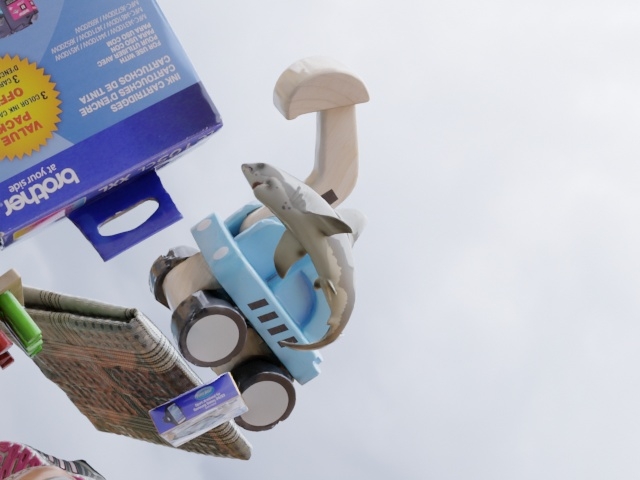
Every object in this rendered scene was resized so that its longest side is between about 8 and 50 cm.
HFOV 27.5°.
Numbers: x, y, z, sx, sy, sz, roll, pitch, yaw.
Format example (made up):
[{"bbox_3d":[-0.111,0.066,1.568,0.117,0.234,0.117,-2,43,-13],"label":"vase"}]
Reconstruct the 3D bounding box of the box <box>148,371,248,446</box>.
[{"bbox_3d":[-0.111,0.157,1.210,0.028,0.081,0.136,63,-5,11],"label":"box"}]

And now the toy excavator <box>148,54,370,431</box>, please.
[{"bbox_3d":[-0.054,-0.004,1.982,0.433,0.445,0.222,56,-2,-30],"label":"toy excavator"}]

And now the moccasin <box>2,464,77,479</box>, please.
[{"bbox_3d":[-0.333,0.325,1.024,0.139,0.380,0.147,49,-17,-29],"label":"moccasin"}]

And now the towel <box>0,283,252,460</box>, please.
[{"bbox_3d":[-0.275,0.180,1.792,0.324,0.056,0.312,3,-39,39],"label":"towel"}]

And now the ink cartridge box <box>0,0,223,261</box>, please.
[{"bbox_3d":[-0.288,-0.169,1.385,0.395,0.270,0.151,61,-16,-3],"label":"ink cartridge box"}]

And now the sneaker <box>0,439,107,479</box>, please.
[{"bbox_3d":[-0.332,0.296,1.629,0.170,0.063,0.075,19,0,14],"label":"sneaker"}]

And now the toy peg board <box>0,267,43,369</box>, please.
[{"bbox_3d":[-0.405,0.127,1.554,0.079,0.161,0.161,50,-18,5],"label":"toy peg board"}]

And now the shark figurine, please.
[{"bbox_3d":[0.019,0.022,1.579,0.166,0.116,0.278,6,-56,40],"label":"shark figurine"}]
